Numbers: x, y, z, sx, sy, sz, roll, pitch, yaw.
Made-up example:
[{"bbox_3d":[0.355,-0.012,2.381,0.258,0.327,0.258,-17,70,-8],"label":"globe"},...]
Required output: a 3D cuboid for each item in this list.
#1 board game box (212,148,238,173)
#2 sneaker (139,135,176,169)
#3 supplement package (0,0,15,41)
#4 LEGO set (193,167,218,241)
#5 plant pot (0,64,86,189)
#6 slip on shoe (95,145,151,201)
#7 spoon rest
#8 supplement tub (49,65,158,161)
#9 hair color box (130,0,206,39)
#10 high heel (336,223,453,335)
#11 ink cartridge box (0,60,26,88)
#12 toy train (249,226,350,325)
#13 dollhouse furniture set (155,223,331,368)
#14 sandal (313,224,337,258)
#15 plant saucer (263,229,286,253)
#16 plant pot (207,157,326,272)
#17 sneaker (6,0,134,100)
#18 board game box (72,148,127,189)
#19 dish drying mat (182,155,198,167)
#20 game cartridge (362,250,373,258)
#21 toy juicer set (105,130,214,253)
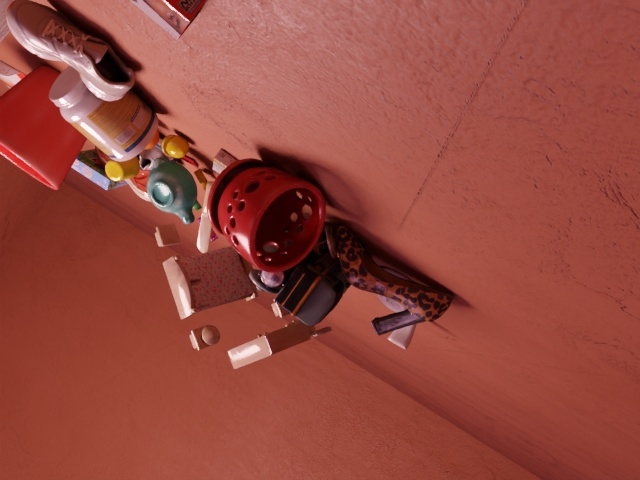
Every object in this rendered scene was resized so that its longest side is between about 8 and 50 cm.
[{"bbox_3d":[-0.169,-0.137,1.609,0.154,0.026,0.103,35,168,-3],"label":"board game box"},{"bbox_3d":[-0.422,-0.207,1.846,0.071,0.083,0.191,43,169,15],"label":"sneaker"},{"bbox_3d":[-0.748,-0.476,1.434,0.199,0.198,0.262,37,167,-13],"label":"supplement package"},{"bbox_3d":[-0.301,-0.122,1.794,0.227,0.087,0.093,55,174,13],"label":"LEGO set"},{"bbox_3d":[-0.733,-0.308,1.908,0.275,0.243,0.275,33,167,9],"label":"plant pot"},{"bbox_3d":[-0.528,-0.226,2.048,0.123,0.101,0.331,-7,-145,-45],"label":"slip on shoe"},{"bbox_3d":[0.190,0.148,1.681,0.137,0.084,0.276,27,152,25],"label":"spoon rest"},{"bbox_3d":[-0.462,-0.281,1.551,0.144,0.144,0.200,21,161,46],"label":"supplement tub"},{"bbox_3d":[-0.232,-0.347,0.946,0.167,0.053,0.093,37,166,-16],"label":"hair color box"},{"bbox_3d":[0.151,0.058,1.495,0.261,0.186,0.093,63,-154,-9],"label":"high heel"},{"bbox_3d":[-0.906,-0.468,2.213,0.179,0.045,0.145,32,168,23],"label":"ink cartridge box"},{"bbox_3d":[-0.031,0.074,1.603,0.190,0.142,0.334,38,-167,5],"label":"toy train"},{"bbox_3d":[-0.161,0.089,1.644,0.174,0.303,0.356,-28,80,47],"label":"dollhouse furniture set"},{"bbox_3d":[0.000,0.000,1.531,0.180,0.049,0.072,-142,37,-74],"label":"sandal"},{"bbox_3d":[-0.110,-0.003,1.808,0.195,0.037,0.195,46,-166,-16],"label":"plant saucer"},{"bbox_3d":[-0.113,-0.054,1.408,0.174,0.191,0.191,29,167,39],"label":"plant pot"},{"bbox_3d":[-0.461,-0.372,1.375,0.262,0.099,0.121,33,162,-31],"label":"sneaker"},{"bbox_3d":[-0.613,-0.219,2.128,0.160,0.039,0.211,31,-156,15],"label":"board game box"},{"bbox_3d":[-0.343,-0.209,1.826,0.083,0.008,0.032,27,164,28],"label":"dish drying mat"},{"bbox_3d":[0.074,0.020,1.598,0.056,0.017,0.083,38,167,-31],"label":"game cartridge"},{"bbox_3d":[-0.339,-0.148,1.716,0.329,0.209,0.089,39,-150,3],"label":"toy juicer set"}]
